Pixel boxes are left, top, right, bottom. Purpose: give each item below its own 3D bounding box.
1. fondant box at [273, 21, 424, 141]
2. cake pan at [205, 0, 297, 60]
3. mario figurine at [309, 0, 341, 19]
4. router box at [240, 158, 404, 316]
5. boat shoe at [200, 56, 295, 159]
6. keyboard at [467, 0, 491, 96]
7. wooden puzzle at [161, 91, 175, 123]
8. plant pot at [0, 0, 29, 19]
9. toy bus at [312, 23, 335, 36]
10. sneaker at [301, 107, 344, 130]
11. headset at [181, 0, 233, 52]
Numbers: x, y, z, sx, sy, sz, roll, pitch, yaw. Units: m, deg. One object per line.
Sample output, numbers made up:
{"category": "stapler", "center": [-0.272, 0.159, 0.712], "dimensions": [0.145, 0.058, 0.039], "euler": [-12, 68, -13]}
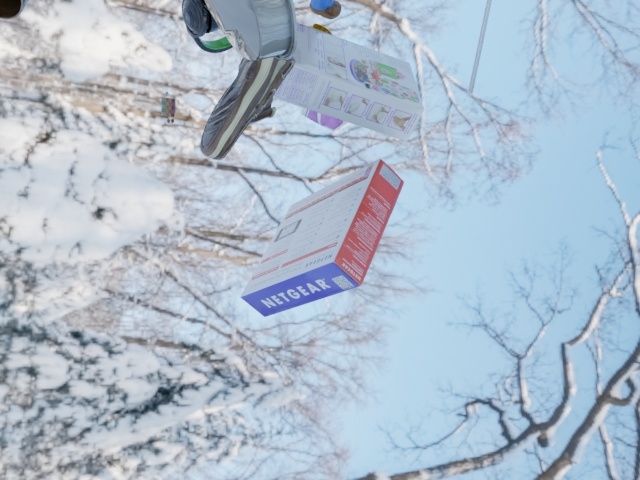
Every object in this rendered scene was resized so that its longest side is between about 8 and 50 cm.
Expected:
{"category": "fondant box", "center": [0.054, -0.368, 1.474], "dimensions": [0.238, 0.331, 0.096], "euler": [-93, -158, -50]}
{"category": "cake pan", "center": [-0.132, -0.399, 0.971], "dimensions": [0.293, 0.054, 0.293], "euler": [55, -14, 21]}
{"category": "mario figurine", "center": [0.062, -0.670, 1.532], "dimensions": [0.198, 0.170, 0.320], "euler": [51, -18, 8]}
{"category": "router box", "center": [0.000, 0.000, 1.441], "dimensions": [0.335, 0.082, 0.301], "euler": [-23, -147, 47]}
{"category": "boat shoe", "center": [-0.121, -0.248, 1.176], "dimensions": [0.095, 0.095, 0.257], "euler": [17, -103, 56]}
{"category": "keyboard", "center": [0.360, -0.455, 1.454], "dimensions": [0.072, 0.014, 0.255], "euler": [-11, 112, -74]}
{"category": "wooden puzzle", "center": [-0.406, -0.355, 1.729], "dimensions": [0.049, 0.006, 0.083], "euler": [15, -72, 33]}
{"category": "plant pot", "center": [-0.776, -0.712, 1.621], "dimensions": [0.215, 0.215, 0.230], "euler": [-42, -160, 54]}
{"category": "toy bus", "center": [-0.007, -0.562, 2.135], "dimensions": [0.220, 0.211, 0.149], "euler": [-48, -129, 8]}
{"category": "sneaker", "center": [0.048, -0.451, 1.976], "dimensions": [0.161, 0.102, 0.282], "euler": [36, -32, 10]}
{"category": "headset", "center": [-0.314, -0.728, 2.021], "dimensions": [0.185, 0.243, 0.394], "euler": [50, -3, 23]}
